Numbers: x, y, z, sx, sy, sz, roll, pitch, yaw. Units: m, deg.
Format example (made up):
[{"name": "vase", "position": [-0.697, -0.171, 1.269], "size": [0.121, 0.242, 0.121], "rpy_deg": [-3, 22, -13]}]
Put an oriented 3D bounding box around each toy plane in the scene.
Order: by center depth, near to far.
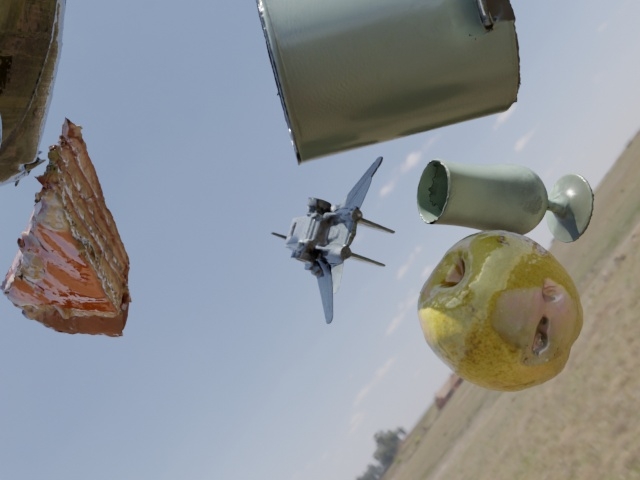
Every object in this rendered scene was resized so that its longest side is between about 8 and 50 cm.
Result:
[{"name": "toy plane", "position": [-0.010, -0.004, 1.083], "size": [0.267, 0.088, 0.212], "rpy_deg": [1, 71, 63]}]

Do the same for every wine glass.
[{"name": "wine glass", "position": [0.251, -0.055, 1.151], "size": [0.231, 0.103, 0.103], "rpy_deg": [4, -44, -22]}]

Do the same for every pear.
[{"name": "pear", "position": [0.197, 0.079, 0.900], "size": [0.178, 0.178, 0.178], "rpy_deg": [-48, -15, -17]}]

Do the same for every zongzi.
[{"name": "zongzi", "position": [-0.453, -0.250, 0.987], "size": [0.432, 0.208, 0.403], "rpy_deg": [-44, -31, -83]}]

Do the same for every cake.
[{"name": "cake", "position": [-0.254, -0.002, 0.806], "size": [0.287, 0.135, 0.098], "rpy_deg": [101, -176, -51]}]

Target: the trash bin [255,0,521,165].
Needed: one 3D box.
[{"name": "trash bin", "position": [0.072, -0.225, 0.981], "size": [0.263, 0.217, 0.277], "rpy_deg": [-15, -1, -1]}]

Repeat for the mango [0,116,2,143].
[{"name": "mango", "position": [-0.332, -0.108, 0.683], "size": [0.091, 0.237, 0.137], "rpy_deg": [14, -58, -46]}]
